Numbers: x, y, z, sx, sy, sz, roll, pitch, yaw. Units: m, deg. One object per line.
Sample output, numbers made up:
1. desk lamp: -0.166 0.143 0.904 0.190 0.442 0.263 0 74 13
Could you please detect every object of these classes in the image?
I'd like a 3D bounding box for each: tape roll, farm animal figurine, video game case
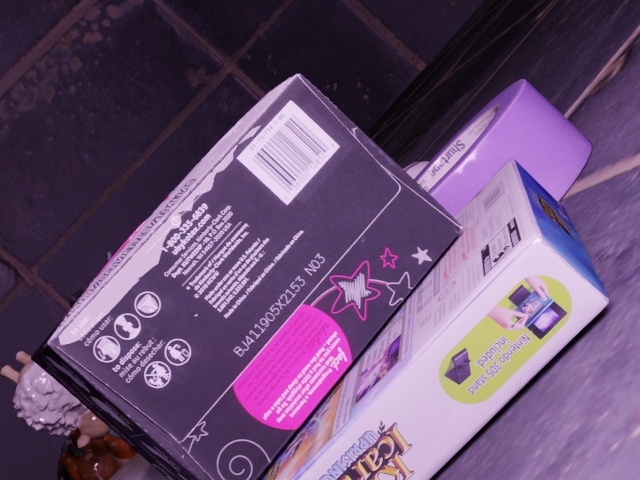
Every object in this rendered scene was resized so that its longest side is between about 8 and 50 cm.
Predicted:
1. tape roll: 0.134 -0.041 1.132 0.189 0.080 0.189 -48 5 5
2. farm animal figurine: -0.154 0.147 1.516 0.330 0.172 0.326 -49 -37 -19
3. video game case: 0.068 0.073 0.880 0.244 0.061 0.269 -46 5 13

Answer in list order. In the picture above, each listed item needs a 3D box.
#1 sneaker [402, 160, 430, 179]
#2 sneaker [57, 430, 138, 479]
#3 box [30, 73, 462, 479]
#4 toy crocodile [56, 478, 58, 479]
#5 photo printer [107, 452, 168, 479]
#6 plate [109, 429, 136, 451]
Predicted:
1. sneaker: 0.000 -0.001 1.353 0.282 0.161 0.102 -45 -39 -29
2. sneaker: -0.300 0.359 1.700 0.101 0.106 0.267 36 103 52
3. box: -0.055 0.036 0.925 0.247 0.163 0.142 -49 6 -19
4. toy crocodile: -0.346 0.369 1.876 0.340 0.105 0.115 -45 5 34
5. photo printer: -0.181 0.290 1.038 0.256 0.107 0.307 -46 4 33
6. plate: -0.204 0.183 1.649 0.188 0.024 0.188 -30 -46 -37
